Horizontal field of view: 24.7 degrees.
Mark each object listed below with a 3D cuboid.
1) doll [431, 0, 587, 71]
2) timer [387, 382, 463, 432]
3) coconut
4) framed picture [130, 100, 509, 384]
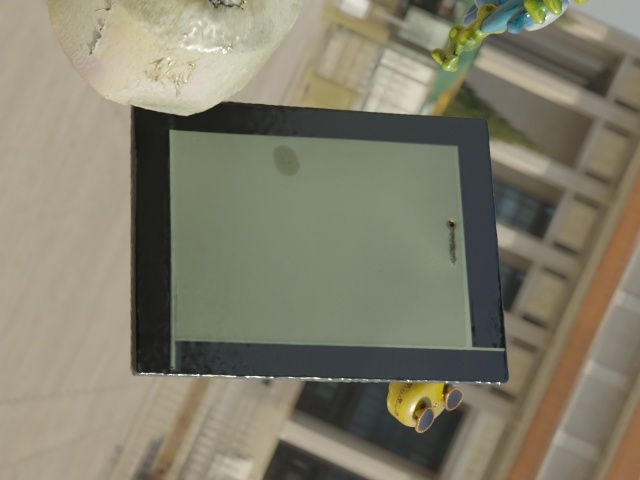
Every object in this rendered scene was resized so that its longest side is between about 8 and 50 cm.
[{"bbox_3d":[0.296,-0.326,1.629,0.341,0.099,0.346,-24,-154,34],"label":"doll"},{"bbox_3d":[0.141,0.221,2.170,0.107,0.109,0.107,-29,139,-28],"label":"timer"},{"bbox_3d":[-0.101,-0.163,0.979,0.183,0.171,0.171,-41,-160,53],"label":"coconut"},{"bbox_3d":[0.000,0.000,1.317,0.016,0.347,0.265,128,-39,-66],"label":"framed picture"}]
